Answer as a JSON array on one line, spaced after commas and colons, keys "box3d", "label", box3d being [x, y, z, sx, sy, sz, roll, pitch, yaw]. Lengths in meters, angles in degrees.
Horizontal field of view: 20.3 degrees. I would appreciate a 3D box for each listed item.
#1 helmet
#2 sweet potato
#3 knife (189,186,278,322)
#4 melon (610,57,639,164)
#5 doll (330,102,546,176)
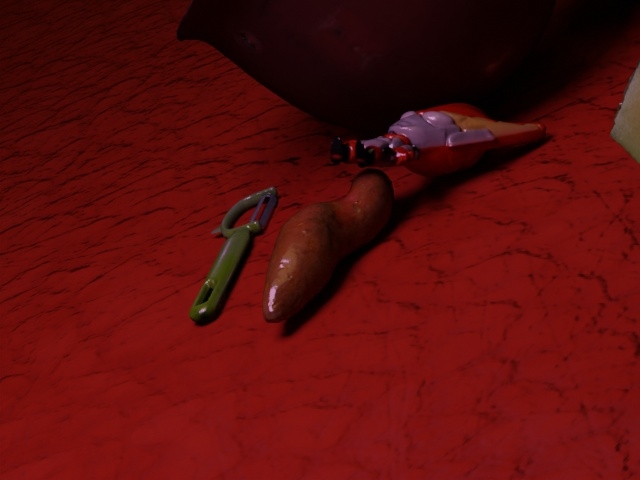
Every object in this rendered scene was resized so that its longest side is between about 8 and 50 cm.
[{"box3d": [0.073, -0.211, 1.524, 0.337, 0.230, 0.385, -37, 8, 28], "label": "helmet"}, {"box3d": [0.001, -0.001, 1.378, 0.055, 0.058, 0.202, -31, 12, 46], "label": "sweet potato"}, {"box3d": [-0.081, 0.012, 1.481, 0.054, 0.015, 0.212, -16, 24, 19], "label": "knife"}, {"box3d": [0.339, -0.075, 1.128, 0.196, 0.124, 0.323, -30, 29, -10], "label": "melon"}, {"box3d": [0.087, -0.076, 1.434, 0.169, 0.057, 0.109, -18, 14, -37], "label": "doll"}]
